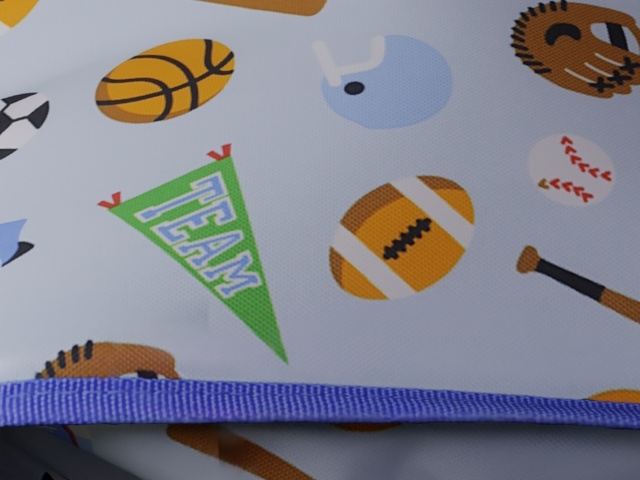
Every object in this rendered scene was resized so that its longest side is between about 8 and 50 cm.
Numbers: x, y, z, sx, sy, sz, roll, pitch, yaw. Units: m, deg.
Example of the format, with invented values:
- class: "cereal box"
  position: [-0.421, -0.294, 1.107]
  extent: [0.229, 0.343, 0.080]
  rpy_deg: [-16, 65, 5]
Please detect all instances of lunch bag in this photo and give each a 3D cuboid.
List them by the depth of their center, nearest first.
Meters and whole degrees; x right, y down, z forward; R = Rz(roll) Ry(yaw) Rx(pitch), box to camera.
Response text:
- class: "lunch bag"
  position: [0.000, 0.000, 0.676]
  extent: [0.385, 0.239, 0.328]
  rpy_deg: [5, 47, -7]
